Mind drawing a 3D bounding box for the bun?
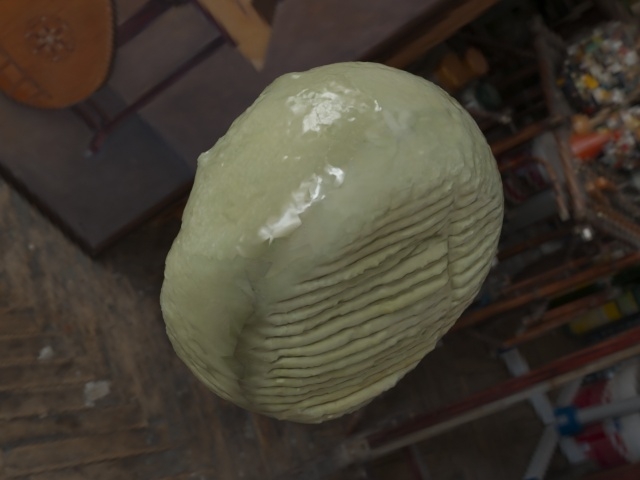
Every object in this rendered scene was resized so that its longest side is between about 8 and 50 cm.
[{"bbox_3d":[0.000,0.000,0.556,0.164,0.188,0.111,-29,57,-20],"label":"bun"}]
